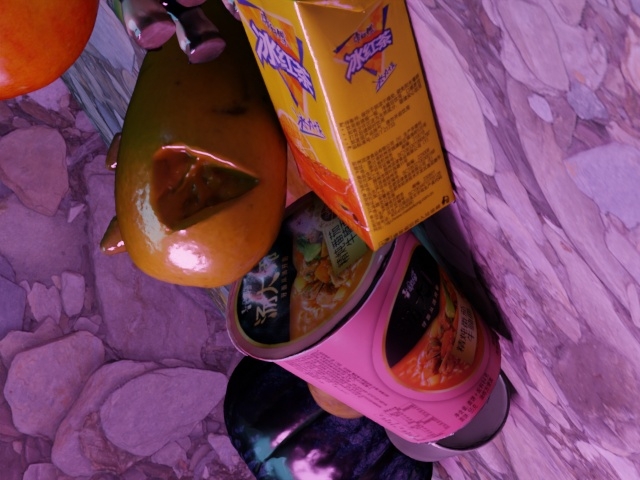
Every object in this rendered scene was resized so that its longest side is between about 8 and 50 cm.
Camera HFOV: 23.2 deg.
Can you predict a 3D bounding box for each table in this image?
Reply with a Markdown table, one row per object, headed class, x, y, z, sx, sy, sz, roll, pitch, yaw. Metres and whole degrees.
| class | x | y | z | sx | sy | sz | roll | pitch | yaw |
| --- | --- | --- | --- | --- | --- | --- | --- | --- | --- |
| table | 0.152 | 0.208 | 1.940 | 0.126 | 0.126 | 0.220 | 54 | 168 | 6 |

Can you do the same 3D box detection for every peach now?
| class | x | y | z | sx | sy | sz | roll | pitch | yaw |
| --- | --- | --- | --- | --- | --- | --- | --- | --- | --- |
| peach | -0.418 | -0.347 | 2.066 | 0.380 | 0.242 | 0.306 | 73 | -164 | -72 |

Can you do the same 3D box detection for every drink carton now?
| class | x | y | z | sx | sy | sz | roll | pitch | yaw |
| --- | --- | --- | --- | --- | --- | --- | --- | --- | --- |
| drink carton | 0.020 | -0.161 | 1.490 | 0.154 | 0.111 | 0.351 | 45 | 164 | 38 |

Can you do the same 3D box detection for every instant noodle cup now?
| class | x | y | z | sx | sy | sz | roll | pitch | yaw |
| --- | --- | --- | --- | --- | --- | --- | --- | --- | --- |
| instant noodle cup | 0.064 | 0.092 | 1.717 | 0.255 | 0.244 | 0.244 | 40 | 179 | -33 |

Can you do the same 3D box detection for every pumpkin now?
| class | x | y | z | sx | sy | sz | roll | pitch | yaw |
| --- | --- | --- | --- | --- | --- | --- | --- | --- | --- |
| pumpkin | 0.009 | 0.307 | 2.465 | 0.363 | 0.266 | 0.363 | 50 | 171 | 11 |

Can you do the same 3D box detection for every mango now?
| class | x | y | z | sx | sy | sz | roll | pitch | yaw |
| --- | --- | --- | --- | --- | --- | --- | --- | --- | --- |
| mango | -0.126 | -0.123 | 1.683 | 0.253 | 0.182 | 0.365 | 91 | 178 | -67 |

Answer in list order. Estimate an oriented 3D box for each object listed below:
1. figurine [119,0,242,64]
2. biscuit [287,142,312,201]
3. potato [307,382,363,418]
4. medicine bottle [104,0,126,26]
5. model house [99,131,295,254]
| class | x | y | z | sx | sy | sz | roll | pitch | yaw |
| --- | --- | --- | --- | --- | --- | --- | --- | --- | --- |
| figurine | -0.207 | -0.357 | 1.546 | 0.412 | 0.306 | 0.241 | 42 | 130 | -4 |
| biscuit | -0.003 | -0.110 | 1.857 | 0.376 | 0.051 | 0.269 | 35 | 155 | 52 |
| potato | 0.048 | 0.117 | 1.977 | 0.141 | 0.191 | 0.296 | 24 | 159 | -1 |
| medicine bottle | -0.209 | -0.328 | 1.889 | 0.274 | 0.133 | 0.133 | 47 | 166 | 29 |
| model house | -0.198 | -0.073 | 2.190 | 0.253 | 0.291 | 0.184 | 57 | 164 | -8 |
